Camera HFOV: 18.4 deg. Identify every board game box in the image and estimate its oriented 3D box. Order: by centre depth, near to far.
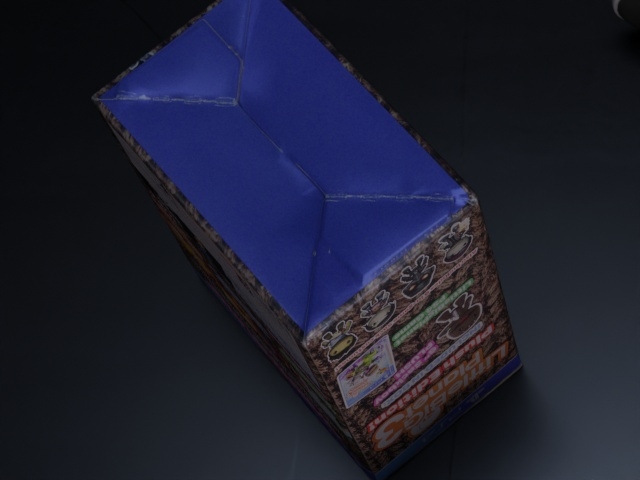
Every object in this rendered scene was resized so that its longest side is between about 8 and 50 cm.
[{"bbox_3d":[0.000,0.000,1.342,0.141,0.291,0.232,-39,65,-7],"label":"board game box"}]

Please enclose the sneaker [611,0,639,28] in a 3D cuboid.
[{"bbox_3d":[0.352,-0.129,1.425,0.296,0.104,0.147,7,63,10],"label":"sneaker"}]
